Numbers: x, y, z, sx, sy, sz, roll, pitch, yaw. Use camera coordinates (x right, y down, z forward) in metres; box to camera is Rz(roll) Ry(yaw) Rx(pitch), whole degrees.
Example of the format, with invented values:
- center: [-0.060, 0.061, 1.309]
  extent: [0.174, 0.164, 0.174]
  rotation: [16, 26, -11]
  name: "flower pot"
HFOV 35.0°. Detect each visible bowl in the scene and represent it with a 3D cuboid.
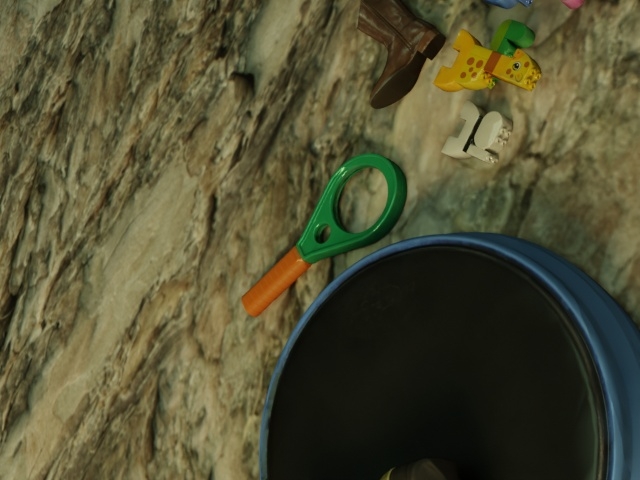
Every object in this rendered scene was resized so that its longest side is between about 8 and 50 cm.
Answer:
- center: [0.102, 0.178, 0.884]
  extent: [0.391, 0.077, 0.391]
  rotation: [-14, 68, 37]
  name: "bowl"

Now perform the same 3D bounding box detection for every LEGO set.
- center: [0.180, -0.173, 0.920]
  extent: [0.093, 0.087, 0.227]
  rotation: [32, 99, 42]
  name: "LEGO set"

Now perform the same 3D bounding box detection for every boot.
- center: [0.063, -0.204, 1.064]
  extent: [0.106, 0.037, 0.114]
  rotation: [-45, 54, 4]
  name: "boot"

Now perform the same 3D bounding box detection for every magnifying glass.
- center: [0.000, 0.000, 1.066]
  extent: [0.231, 0.026, 0.092]
  rotation: [-42, 53, 21]
  name: "magnifying glass"

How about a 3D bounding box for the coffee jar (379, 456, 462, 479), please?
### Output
- center: [0.041, 0.247, 0.808]
  extent: [0.184, 0.079, 0.096]
  rotation: [-36, 56, 27]
  name: "coffee jar"
